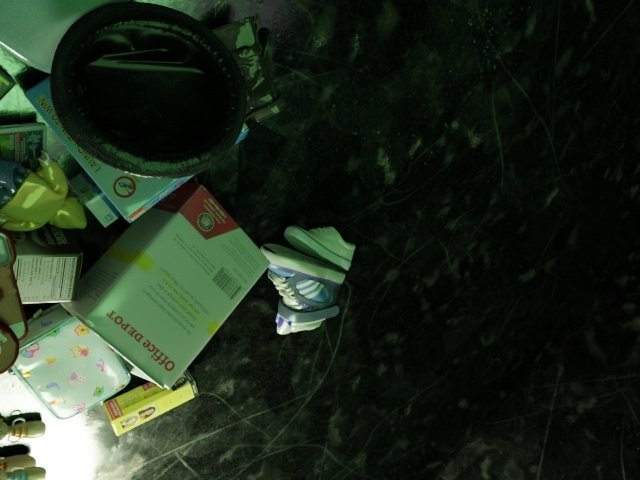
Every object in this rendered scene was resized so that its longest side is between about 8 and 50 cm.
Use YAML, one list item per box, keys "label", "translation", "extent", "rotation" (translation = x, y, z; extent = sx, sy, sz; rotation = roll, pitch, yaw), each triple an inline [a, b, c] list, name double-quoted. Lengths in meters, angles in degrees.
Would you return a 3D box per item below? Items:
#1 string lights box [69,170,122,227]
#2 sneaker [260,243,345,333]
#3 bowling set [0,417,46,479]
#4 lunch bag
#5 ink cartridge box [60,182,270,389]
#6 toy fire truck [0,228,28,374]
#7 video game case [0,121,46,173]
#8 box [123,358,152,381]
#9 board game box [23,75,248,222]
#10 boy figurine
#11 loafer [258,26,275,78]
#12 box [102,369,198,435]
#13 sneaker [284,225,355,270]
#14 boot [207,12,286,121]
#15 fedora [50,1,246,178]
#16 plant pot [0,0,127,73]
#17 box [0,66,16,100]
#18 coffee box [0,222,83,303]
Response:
- label: "string lights box"
  translation: [-0.395, -0.156, 1.396]
  extent: [0.260, 0.133, 0.076]
  rotation: [-39, 133, -11]
- label: "sneaker"
  translation: [-0.082, 0.157, 1.804]
  extent: [0.323, 0.130, 0.236]
  rotation: [21, 98, -47]
- label: "bowling set"
  translation: [-0.747, 0.584, 1.541]
  extent: [0.154, 0.200, 0.287]
  rotation: [9, 106, -37]
- label: "lunch bag"
  translation: [-0.598, 0.278, 1.523]
  extent: [0.224, 0.108, 0.279]
  rotation: [-29, 129, -17]
- label: "ink cartridge box"
  translation: [-0.345, 0.096, 1.482]
  extent: [0.384, 0.160, 0.279]
  rotation: [-52, 128, -20]
- label: "toy fire truck"
  translation: [-0.679, 0.125, 1.134]
  extent: [0.302, 0.169, 0.253]
  rotation: [-15, 100, -29]
- label: "video game case"
  translation: [-0.633, -0.131, 1.272]
  extent: [0.183, 0.023, 0.201]
  rotation: [-16, 134, -42]
- label: "box"
  translation: [-0.402, 0.271, 1.669]
  extent: [0.170, 0.091, 0.130]
  rotation: [-50, 132, 0]
- label: "board game box"
  translation: [-0.357, -0.246, 1.291]
  extent: [0.302, 0.086, 0.308]
  rotation: [-39, 94, -11]
- label: "boy figurine"
  translation: [-0.572, -0.096, 1.276]
  extent: [0.177, 0.092, 0.285]
  rotation: [-54, 149, 6]
- label: "loafer"
  translation: [-0.133, -0.406, 1.494]
  extent: [0.061, 0.062, 0.170]
  rotation: [-10, 131, -41]
- label: "box"
  translation: [-0.451, 0.423, 1.729]
  extent: [0.232, 0.087, 0.058]
  rotation: [-23, 125, -22]
- label: "sneaker"
  translation: [0.000, 0.000, 1.815]
  extent: [0.258, 0.094, 0.091]
  rotation: [30, 75, -45]
- label: "boot"
  translation: [-0.218, -0.359, 1.438]
  extent: [0.263, 0.091, 0.229]
  rotation: [-23, 113, 5]
- label: "fedora"
  translation: [-0.309, -0.257, 1.166]
  extent: [0.334, 0.152, 0.334]
  rotation: [0, 90, -26]
- label: "plant pot"
  translation: [-0.479, -0.431, 1.112]
  extent: [0.248, 0.247, 0.252]
  rotation: [-47, 147, -4]
- label: "box"
  translation: [-0.720, -0.294, 1.134]
  extent: [0.216, 0.060, 0.270]
  rotation: [-49, 133, -3]
- label: "coffee box"
  translation: [-0.655, 0.041, 1.303]
  extent: [0.297, 0.168, 0.118]
  rotation: [0, 116, -36]
